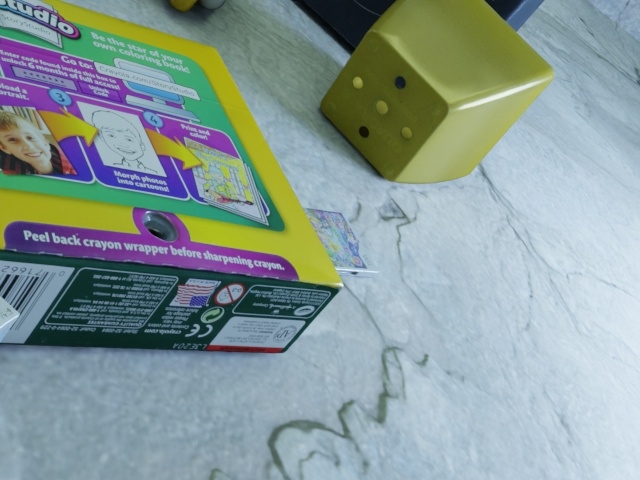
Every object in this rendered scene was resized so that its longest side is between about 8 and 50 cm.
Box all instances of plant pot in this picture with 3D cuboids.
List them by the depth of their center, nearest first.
[{"bbox_3d":[0.129,-0.194,1.257,0.212,0.212,0.187,48,42,11],"label":"plant pot"}]

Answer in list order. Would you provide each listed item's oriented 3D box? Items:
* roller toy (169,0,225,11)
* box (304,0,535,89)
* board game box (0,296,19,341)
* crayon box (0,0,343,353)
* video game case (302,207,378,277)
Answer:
[{"bbox_3d":[-0.125,-0.393,1.218,0.146,0.191,0.209,36,29,-12],"label":"roller toy"},{"bbox_3d":[0.173,-0.537,1.470,0.472,0.480,0.297,44,29,4],"label":"box"},{"bbox_3d":[-0.238,0.094,0.521,0.026,0.103,0.154,42,30,1],"label":"board game box"},{"bbox_3d":[-0.195,-0.065,0.785,0.363,0.106,0.313,9,41,-45],"label":"crayon box"},{"bbox_3d":[0.000,0.000,1.023,0.122,0.011,0.087,6,44,-46],"label":"video game case"}]
